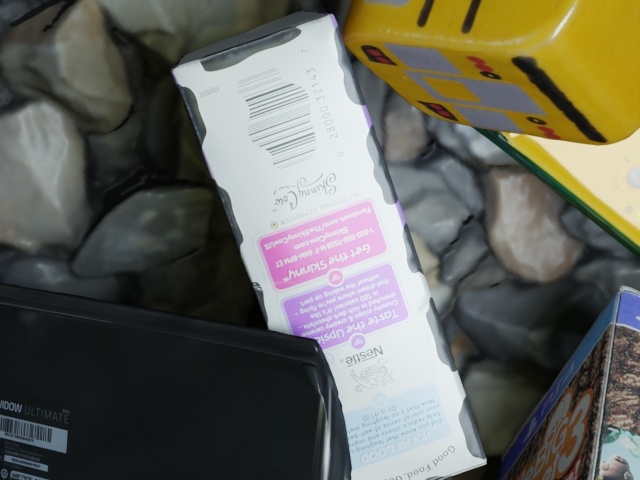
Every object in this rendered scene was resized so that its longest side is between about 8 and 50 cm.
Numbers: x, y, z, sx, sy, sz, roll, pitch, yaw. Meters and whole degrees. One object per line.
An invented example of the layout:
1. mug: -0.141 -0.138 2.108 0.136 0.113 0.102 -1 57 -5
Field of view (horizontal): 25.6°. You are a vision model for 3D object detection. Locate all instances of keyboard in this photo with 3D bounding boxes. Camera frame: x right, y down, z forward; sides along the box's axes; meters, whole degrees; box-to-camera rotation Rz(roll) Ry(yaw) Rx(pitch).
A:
1. keyboard: -0.128 0.121 0.623 0.317 0.033 0.202 8 95 31

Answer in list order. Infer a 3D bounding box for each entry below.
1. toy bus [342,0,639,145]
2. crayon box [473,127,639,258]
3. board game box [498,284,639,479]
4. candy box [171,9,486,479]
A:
1. toy bus: 0.130 -0.213 0.601 0.130 0.108 0.333 13 80 35
2. crayon box: 0.232 -0.038 0.691 0.278 0.081 0.165 37 94 -10
3. board game box: 0.185 0.200 0.594 0.232 0.291 0.141 25 131 -1
4. candy box: 0.000 0.000 0.634 0.070 0.165 0.196 -20 100 -1
